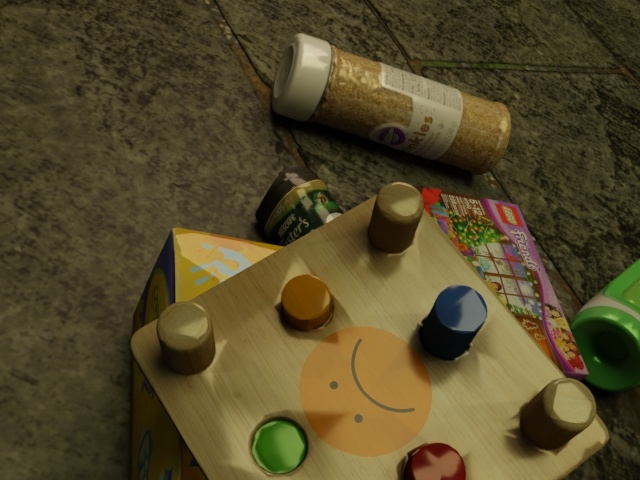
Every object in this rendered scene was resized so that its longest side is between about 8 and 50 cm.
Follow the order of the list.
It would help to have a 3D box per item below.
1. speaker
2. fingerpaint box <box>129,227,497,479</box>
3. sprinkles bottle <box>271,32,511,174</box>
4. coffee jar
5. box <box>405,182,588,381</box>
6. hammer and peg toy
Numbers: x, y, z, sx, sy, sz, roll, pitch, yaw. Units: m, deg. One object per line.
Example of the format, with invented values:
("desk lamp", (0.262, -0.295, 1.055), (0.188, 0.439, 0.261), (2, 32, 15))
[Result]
("speaker", (0.464, 0.101, 1.116), (0.296, 0.131, 0.131), (-26, 67, -43))
("fingerpaint box", (0.024, 0.231, 0.712), (0.371, 0.163, 0.445), (10, 47, -24))
("sprinkles bottle", (0.109, -0.201, 1.189), (0.355, 0.121, 0.121), (14, 46, -19))
("coffee jar", (0.000, 0.000, 0.960), (0.079, 0.096, 0.184), (-19, 62, -43))
("box", (0.217, 0.060, 1.059), (0.201, 0.057, 0.293), (9, 47, -24))
("hammer and peg toy", (0.068, 0.146, 0.548), (0.266, 0.127, 0.361), (-31, 68, -19))
